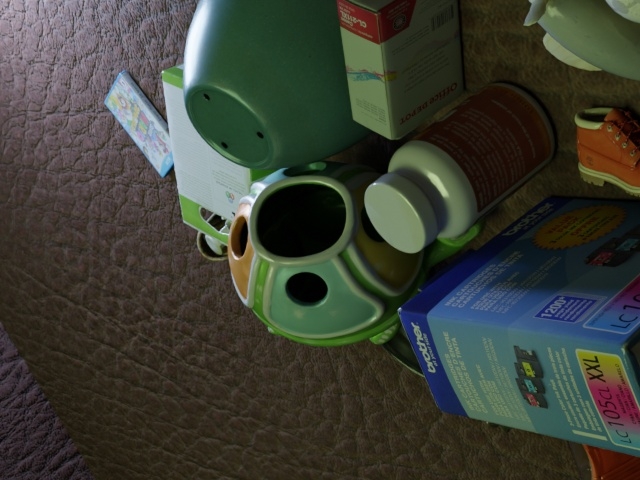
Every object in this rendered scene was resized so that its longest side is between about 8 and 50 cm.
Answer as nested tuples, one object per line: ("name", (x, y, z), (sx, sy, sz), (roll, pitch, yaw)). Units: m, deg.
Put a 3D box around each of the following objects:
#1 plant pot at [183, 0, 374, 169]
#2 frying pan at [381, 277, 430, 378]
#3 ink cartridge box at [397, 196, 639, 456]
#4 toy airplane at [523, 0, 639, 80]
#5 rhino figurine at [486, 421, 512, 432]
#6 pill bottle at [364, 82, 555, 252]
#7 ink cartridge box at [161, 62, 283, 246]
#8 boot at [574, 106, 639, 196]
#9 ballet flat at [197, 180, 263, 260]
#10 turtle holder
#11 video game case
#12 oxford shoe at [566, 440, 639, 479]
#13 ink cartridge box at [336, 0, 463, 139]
("plant pot", (-0.057, -0.201, 1.696), (0.290, 0.195, 0.290), (28, 149, 19))
("frying pan", (0.203, 0.138, 1.894), (0.326, 0.053, 0.197), (17, 137, 31))
("ink cartridge box", (0.279, 0.079, 1.489), (0.395, 0.270, 0.151), (3, 122, 54))
("toy airplane", (0.327, -0.232, 1.079), (0.384, 0.272, 0.386), (32, 144, 33))
("rhino figurine", (0.244, 0.145, 1.796), (0.106, 0.073, 0.243), (-16, 107, 26))
("pill bottle", (0.155, -0.080, 1.553), (0.121, 0.216, 0.121), (36, 146, 29))
("ink cartridge box", (-0.128, -0.123, 2.004), (0.189, 0.097, 0.255), (26, 132, 40))
("boot", (0.330, -0.096, 1.447), (0.158, 0.059, 0.084), (17, 130, 49))
("ballet flat", (-0.110, -0.033, 2.108), (0.107, 0.106, 0.316), (52, 151, 2))
("turtle holder", (0.032, 0.016, 1.761), (0.320, 0.243, 0.227), (19, 167, 19))
("video game case", (-0.295, -0.193, 2.300), (0.166, 0.015, 0.119), (52, 151, 2))
("oxford shoe", (0.370, 0.271, 1.778), (0.098, 0.097, 0.271), (-127, 16, -61))
("ink cartridge box", (0.094, -0.224, 1.579), (0.072, 0.127, 0.175), (31, 144, 37))
